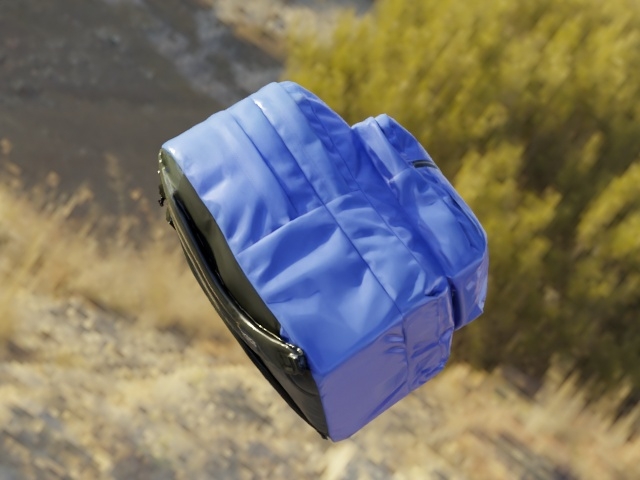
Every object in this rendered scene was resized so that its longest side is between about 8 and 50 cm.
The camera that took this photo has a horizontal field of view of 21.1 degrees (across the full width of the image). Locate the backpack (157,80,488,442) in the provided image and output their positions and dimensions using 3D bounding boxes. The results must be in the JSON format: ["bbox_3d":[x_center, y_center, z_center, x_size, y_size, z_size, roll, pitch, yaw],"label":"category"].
[{"bbox_3d":[0.000,0.000,0.654,0.120,0.101,0.098,51,-16,22],"label":"backpack"}]
